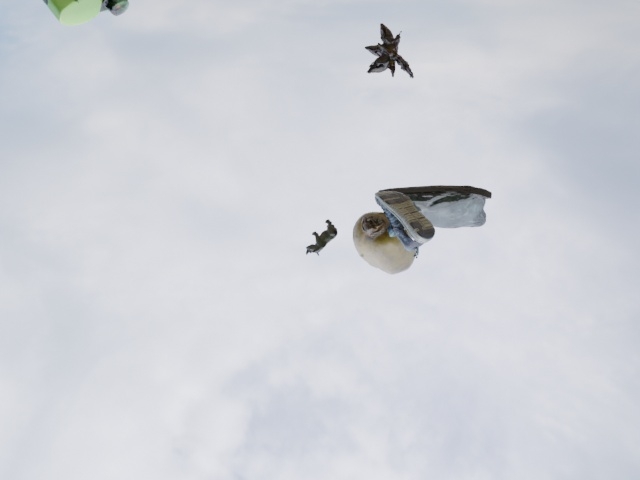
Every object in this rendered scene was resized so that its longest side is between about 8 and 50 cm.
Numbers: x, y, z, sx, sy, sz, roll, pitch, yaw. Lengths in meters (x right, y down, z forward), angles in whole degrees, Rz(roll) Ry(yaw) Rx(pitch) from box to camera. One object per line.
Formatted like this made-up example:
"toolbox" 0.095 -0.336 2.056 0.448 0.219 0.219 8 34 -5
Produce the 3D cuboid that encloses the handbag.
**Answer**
"handbag" 0.344 -0.098 1.633 0.332 0.191 0.075 2 -119 19

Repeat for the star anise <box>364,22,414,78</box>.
"star anise" 0.228 -0.649 1.902 0.157 0.212 0.053 -17 -166 15

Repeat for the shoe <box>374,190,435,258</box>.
"shoe" 0.209 -0.051 1.436 0.091 0.106 0.207 -13 -124 -37

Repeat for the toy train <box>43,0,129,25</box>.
"toy train" -0.443 -0.473 0.903 0.157 0.105 0.253 -39 -88 -37

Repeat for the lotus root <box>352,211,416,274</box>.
"lotus root" 0.186 -0.003 1.611 0.169 0.343 0.151 22 -103 28

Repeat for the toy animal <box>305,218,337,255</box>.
"toy animal" 0.000 0.000 1.752 0.135 0.047 0.065 -42 -128 9
